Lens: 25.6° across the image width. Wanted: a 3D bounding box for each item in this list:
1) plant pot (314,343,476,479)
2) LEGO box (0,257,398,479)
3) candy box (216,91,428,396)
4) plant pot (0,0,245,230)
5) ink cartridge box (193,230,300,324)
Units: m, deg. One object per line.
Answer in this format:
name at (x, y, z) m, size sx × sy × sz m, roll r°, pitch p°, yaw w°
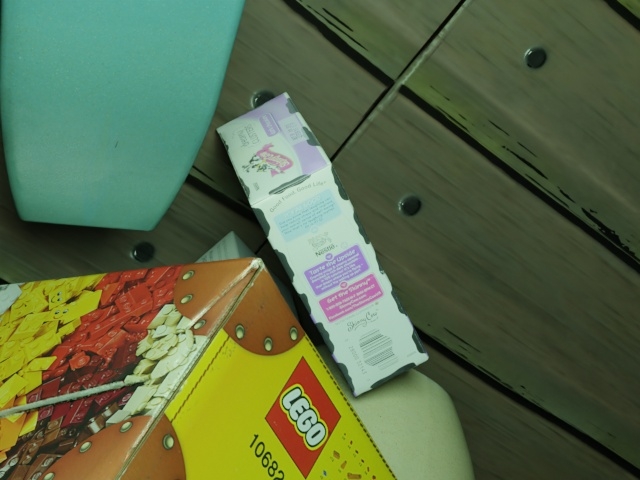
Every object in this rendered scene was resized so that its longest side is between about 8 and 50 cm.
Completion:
plant pot at (0.019, 0.201, 1.207) m, size 0.284 × 0.284 × 0.191 m, roll 32°, pitch 68°, yaw -25°
LEGO box at (-0.104, 0.273, 0.988) m, size 0.372 × 0.193 × 0.500 m, roll -6°, pitch 126°, yaw 38°
candy box at (0.000, 0.000, 1.135) m, size 0.070 × 0.165 × 0.196 m, roll -28°, pitch 119°, yaw 1°
plant pot at (-0.161, -0.135, 1.040) m, size 0.165 × 0.166 × 0.234 m, roll 5°, pitch 122°, yaw -15°
ink cartridge box at (-0.117, 0.107, 1.166) m, size 0.203 × 0.148 × 0.086 m, roll -40°, pitch 111°, yaw 7°
